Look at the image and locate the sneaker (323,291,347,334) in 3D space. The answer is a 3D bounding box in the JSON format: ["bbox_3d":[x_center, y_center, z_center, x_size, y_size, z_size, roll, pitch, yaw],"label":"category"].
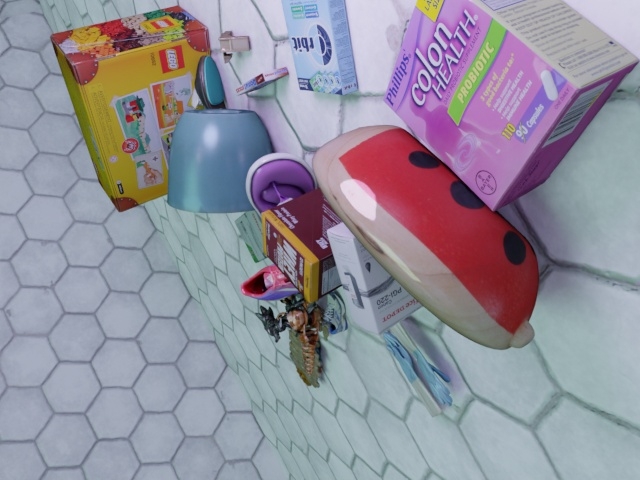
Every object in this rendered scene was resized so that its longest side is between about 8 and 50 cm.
[{"bbox_3d":[0.036,0.205,1.489,0.052,0.058,0.135,22,132,54],"label":"sneaker"}]

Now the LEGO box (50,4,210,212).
[{"bbox_3d":[-0.512,-0.381,1.596,0.193,0.372,0.500,44,148,34],"label":"LEGO box"}]

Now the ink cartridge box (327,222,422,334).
[{"bbox_3d":[0.122,0.054,1.075,0.092,0.158,0.218,18,130,55],"label":"ink cartridge box"}]

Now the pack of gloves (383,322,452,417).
[{"bbox_3d":[0.231,0.285,1.245,0.232,0.046,0.195,57,165,20],"label":"pack of gloves"}]

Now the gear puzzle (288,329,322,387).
[{"bbox_3d":[-0.044,0.418,1.861,0.175,0.044,0.339,45,152,29],"label":"gear puzzle"}]

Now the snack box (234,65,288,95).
[{"bbox_3d":[-0.143,-0.376,1.271,0.178,0.064,0.022,5,117,60],"label":"snack box"}]

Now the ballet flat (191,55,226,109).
[{"bbox_3d":[-0.310,-0.374,1.524,0.096,0.095,0.280,-10,108,24],"label":"ballet flat"}]

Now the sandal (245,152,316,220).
[{"bbox_3d":[-0.072,-0.056,1.327,0.416,0.169,0.102,82,165,-57],"label":"sandal"}]

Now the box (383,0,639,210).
[{"bbox_3d":[0.223,-0.205,0.698,0.243,0.117,0.213,53,152,22],"label":"box"}]

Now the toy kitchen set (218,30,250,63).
[{"bbox_3d":[-0.207,-0.478,1.334,0.083,0.075,0.068,-83,-9,-56],"label":"toy kitchen set"}]

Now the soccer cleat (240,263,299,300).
[{"bbox_3d":[-0.081,0.093,1.427,0.318,0.116,0.108,-26,72,40],"label":"soccer cleat"}]

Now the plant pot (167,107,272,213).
[{"bbox_3d":[-0.257,-0.219,1.397,0.293,0.293,0.235,26,120,51],"label":"plant pot"}]

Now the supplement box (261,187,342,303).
[{"bbox_3d":[0.000,0.000,1.208,0.191,0.194,0.129,44,148,34],"label":"supplement box"}]

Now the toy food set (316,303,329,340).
[{"bbox_3d":[0.008,0.241,1.616,0.078,0.019,0.122,46,149,30],"label":"toy food set"}]

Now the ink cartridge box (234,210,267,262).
[{"bbox_3d":[-0.165,-0.028,1.608,0.153,0.087,0.208,65,155,-2],"label":"ink cartridge box"}]

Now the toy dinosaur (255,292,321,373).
[{"bbox_3d":[-0.073,0.216,1.564,0.218,0.164,0.322,-26,53,56],"label":"toy dinosaur"}]

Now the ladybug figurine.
[{"bbox_3d":[0.170,-0.028,0.832,0.162,0.305,0.449,-48,65,16],"label":"ladybug figurine"}]

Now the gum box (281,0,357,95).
[{"bbox_3d":[-0.003,-0.381,1.036,0.157,0.041,0.184,26,135,51],"label":"gum box"}]
